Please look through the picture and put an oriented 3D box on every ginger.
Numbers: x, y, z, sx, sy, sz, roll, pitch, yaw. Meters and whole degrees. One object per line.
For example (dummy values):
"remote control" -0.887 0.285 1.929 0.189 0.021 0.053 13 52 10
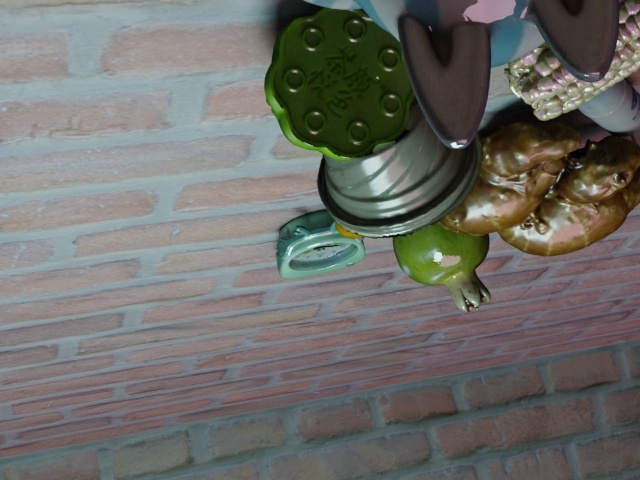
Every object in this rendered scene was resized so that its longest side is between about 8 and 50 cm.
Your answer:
"ginger" 0.362 -0.093 1.726 0.358 0.152 0.274 13 138 -22

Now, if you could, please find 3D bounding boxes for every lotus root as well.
"lotus root" 0.007 -0.176 1.300 0.186 0.186 0.186 -13 161 -5

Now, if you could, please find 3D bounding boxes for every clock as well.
"clock" 0.000 0.000 1.896 0.159 0.066 0.211 -13 160 -6

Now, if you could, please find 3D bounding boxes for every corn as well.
"corn" 0.387 -0.273 1.357 0.335 0.126 0.127 -28 157 23

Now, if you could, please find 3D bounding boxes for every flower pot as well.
"flower pot" 0.087 -0.130 1.432 0.235 0.235 0.140 -19 135 12

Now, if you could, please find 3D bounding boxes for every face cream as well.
"face cream" 0.407 -0.215 1.578 0.077 0.077 0.250 -25 159 27

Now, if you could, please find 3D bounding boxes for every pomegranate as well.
"pomegranate" 0.219 0.016 1.900 0.179 0.210 0.179 -10 136 -10

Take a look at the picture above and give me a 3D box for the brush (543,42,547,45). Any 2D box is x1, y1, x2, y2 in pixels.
"brush" 0.231 -0.254 1.251 0.123 0.059 0.197 -4 -170 -34

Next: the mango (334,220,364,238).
"mango" 0.075 -0.047 1.783 0.114 0.080 0.060 -27 159 -15

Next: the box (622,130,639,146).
"box" 0.691 -0.134 1.809 0.330 0.210 0.095 -18 159 7

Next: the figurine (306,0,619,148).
"figurine" 0.053 -0.219 0.809 0.266 0.377 0.361 15 147 -18
